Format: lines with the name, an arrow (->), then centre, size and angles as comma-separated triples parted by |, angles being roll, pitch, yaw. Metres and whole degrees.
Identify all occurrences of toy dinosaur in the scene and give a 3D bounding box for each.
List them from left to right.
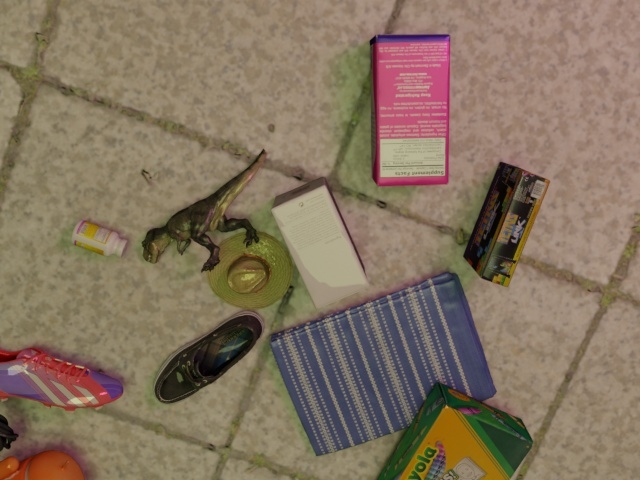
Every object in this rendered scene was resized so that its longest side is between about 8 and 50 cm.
toy dinosaur -> -0.169, -0.025, 1.159 | 0.268, 0.064, 0.118 | -36, 76, 5

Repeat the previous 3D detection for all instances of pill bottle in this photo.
pill bottle -> -0.357, 0.000, 1.181 | 0.083, 0.043, 0.043 | 21, 101, -4

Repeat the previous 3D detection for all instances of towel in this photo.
towel -> 0.107, 0.210, 1.231 | 0.336, 0.040, 0.243 | -20, 103, 6

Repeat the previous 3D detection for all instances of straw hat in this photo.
straw hat -> -0.118, 0.057, 1.183 | 0.145, 0.061, 0.144 | 0, 101, 1

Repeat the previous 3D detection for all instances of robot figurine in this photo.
robot figurine -> -0.491, 0.436, 1.227 | 0.219, 0.128, 0.158 | -26, 85, 6

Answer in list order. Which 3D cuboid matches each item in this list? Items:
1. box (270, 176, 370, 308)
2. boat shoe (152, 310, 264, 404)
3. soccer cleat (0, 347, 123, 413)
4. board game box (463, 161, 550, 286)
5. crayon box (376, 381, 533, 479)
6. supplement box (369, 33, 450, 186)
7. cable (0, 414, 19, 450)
box -> 0.000, 0.000, 1.136 | 0.091, 0.130, 0.170 | -23, 100, 4
boat shoe -> -0.189, 0.203, 1.204 | 0.229, 0.076, 0.080 | -34, 99, 6
soccer cleat -> -0.452, 0.223, 1.208 | 0.248, 0.083, 0.095 | 5, 103, 3
board game box -> 0.282, -0.029, 1.124 | 0.048, 0.141, 0.170 | 18, 101, -5
crayon box -> 0.206, 0.394, 1.222 | 0.165, 0.081, 0.278 | 25, 106, -8
supplement box -> 0.133, -0.196, 1.106 | 0.114, 0.111, 0.220 | 0, 102, 0
cable -> -0.587, 0.291, 1.214 | 0.185, 0.047, 0.150 | 14, 124, 11
